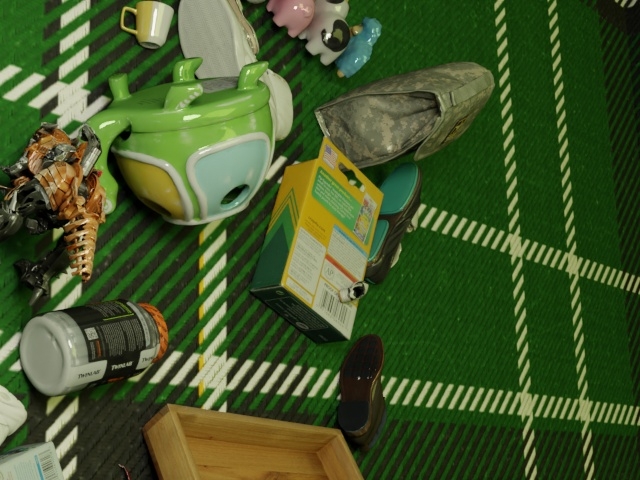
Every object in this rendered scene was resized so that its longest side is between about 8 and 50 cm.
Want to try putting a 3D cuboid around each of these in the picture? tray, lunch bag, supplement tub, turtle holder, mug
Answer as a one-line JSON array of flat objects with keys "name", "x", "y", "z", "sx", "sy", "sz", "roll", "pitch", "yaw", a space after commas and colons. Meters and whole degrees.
[{"name": "tray", "x": -0.081, "y": 0.384, "z": 1.703, "sx": 0.411, "sy": 0.076, "sz": 0.202, "roll": 20, "pitch": 34, "yaw": -48}, {"name": "lunch bag", "x": 0.180, "y": -0.246, "z": 2.095, "sx": 0.235, "sy": 0.287, "sz": 0.168, "roll": -30, "pitch": 104, "yaw": -51}, {"name": "supplement tub", "x": -0.313, "y": 0.146, "z": 1.510, "sx": 0.190, "sy": 0.117, "sz": 0.117, "roll": -9, "pitch": 87, "yaw": -51}, {"name": "turtle holder", "x": -0.207, "y": -0.138, "z": 1.625, "sx": 0.320, "sy": 0.243, "sz": 0.227, "roll": -42, "pitch": 130, "yaw": -58}, {"name": "mug", "x": -0.280, "y": -0.348, "z": 1.745, "sx": 0.062, "sy": 0.078, "sz": 0.064, "roll": 52, "pitch": 44, "yaw": -78}]

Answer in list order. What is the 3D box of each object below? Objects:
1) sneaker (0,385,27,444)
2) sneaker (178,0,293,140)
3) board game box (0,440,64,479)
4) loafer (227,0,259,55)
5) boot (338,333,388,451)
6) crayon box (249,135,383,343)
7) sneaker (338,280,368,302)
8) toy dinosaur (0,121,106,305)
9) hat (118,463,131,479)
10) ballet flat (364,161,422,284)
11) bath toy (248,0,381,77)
[{"name": "sneaker", "x": -0.470, "y": 0.195, "z": 1.328, "sx": 0.232, "sy": 0.090, "sz": 0.115, "roll": 50, "pitch": 49, "yaw": -30}, {"name": "sneaker", "x": -0.143, "y": -0.301, "z": 1.875, "sx": 0.292, "sy": 0.108, "sz": 0.169, "roll": 69, "pitch": 20, "yaw": 2}, {"name": "board game box", "x": -0.436, "y": 0.405, "z": 1.305, "sx": 0.303, "sy": 0.098, "sz": 0.224, "roll": -20, "pitch": 95, "yaw": -53}, {"name": "loafer", "x": -0.152, "y": -0.385, "z": 1.922, "sx": 0.039, "sy": 0.045, "sz": 0.125, "roll": -25, "pitch": 94, "yaw": -34}, {"name": "boot", "x": 0.083, "y": 0.289, "z": 2.021, "sx": 0.106, "sy": 0.082, "sz": 0.219, "roll": 69, "pitch": 29, "yaw": -47}, {"name": "crayon box", "x": 0.000, "y": 0.000, "z": 1.967, "sx": 0.203, "sy": 0.083, "sz": 0.322, "roll": 42, "pitch": 51, "yaw": -38}, {"name": "sneaker", "x": 0.069, "y": 0.093, "z": 1.933, "sx": 0.083, "sy": 0.037, "sz": 0.031, "roll": -26, "pitch": 100, "yaw": -53}, {"name": "toy dinosaur", "x": -0.360, "y": -0.045, "z": 1.411, "sx": 0.164, "sy": 0.218, "sz": 0.322, "roll": 41, "pitch": 7, "yaw": -18}, {"name": "hat", "x": -0.253, "y": 0.483, "z": 1.570, "sx": 0.173, "sy": 0.183, "sz": 0.208, "roll": 28, "pitch": 101, "yaw": -36}, {"name": "ballet flat", "x": 0.139, "y": -0.028, "z": 2.152, "sx": 0.280, "sy": 0.095, "sz": 0.096, "roll": -60, "pitch": 136, "yaw": -28}, {"name": "bath toy", "x": -0.027, "y": -0.453, "z": 2.023, "sx": 0.348, "sy": 0.129, "sz": 0.151, "roll": 31, "pitch": 23, "yaw": -44}]
